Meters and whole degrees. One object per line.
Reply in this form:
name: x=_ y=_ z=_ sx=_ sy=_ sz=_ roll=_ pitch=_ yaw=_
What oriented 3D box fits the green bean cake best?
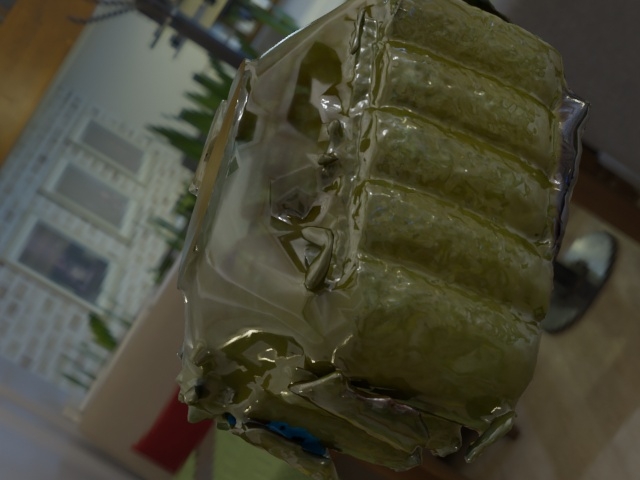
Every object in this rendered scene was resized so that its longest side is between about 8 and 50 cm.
green bean cake: x=0.000 y=0.000 z=0.825 sx=0.285 sy=0.202 sz=0.310 roll=-37 pitch=33 yaw=52
